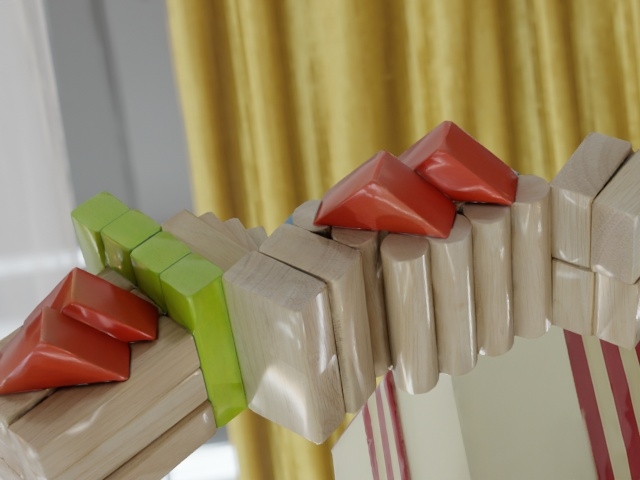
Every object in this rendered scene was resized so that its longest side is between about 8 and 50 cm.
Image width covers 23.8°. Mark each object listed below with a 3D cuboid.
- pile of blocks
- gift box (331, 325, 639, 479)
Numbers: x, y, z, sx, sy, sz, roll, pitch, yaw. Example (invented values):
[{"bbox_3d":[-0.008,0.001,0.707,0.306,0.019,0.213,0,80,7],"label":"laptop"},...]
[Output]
[{"bbox_3d":[0.000,0.000,0.666,0.362,0.113,0.149,-18,-137,-11],"label":"pile of blocks"},{"bbox_3d":[0.132,0.209,0.936,0.276,0.258,0.255,-1,149,-14],"label":"gift box"}]
